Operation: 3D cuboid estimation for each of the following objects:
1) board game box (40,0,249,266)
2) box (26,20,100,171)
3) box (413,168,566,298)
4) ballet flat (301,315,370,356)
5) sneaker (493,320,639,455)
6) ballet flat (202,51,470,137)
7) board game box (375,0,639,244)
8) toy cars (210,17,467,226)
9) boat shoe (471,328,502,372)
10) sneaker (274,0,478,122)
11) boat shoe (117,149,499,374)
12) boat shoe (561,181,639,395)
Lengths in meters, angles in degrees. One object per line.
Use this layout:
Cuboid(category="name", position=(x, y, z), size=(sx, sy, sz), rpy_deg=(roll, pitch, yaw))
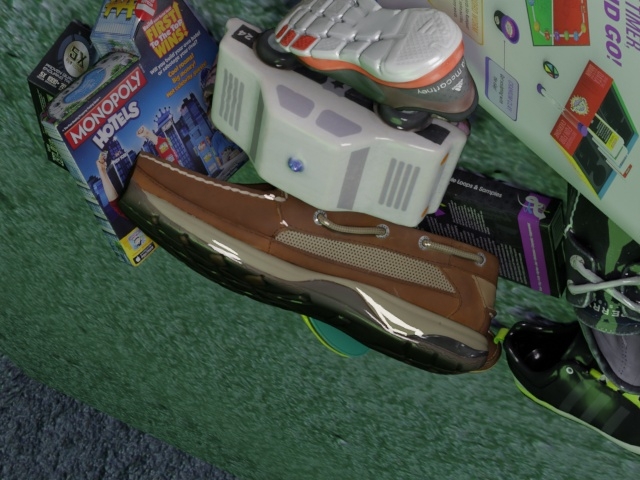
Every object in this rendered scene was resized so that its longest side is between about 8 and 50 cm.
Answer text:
Cuboid(category="board game box", position=(-0.144, -0.115, 0.941), size=(0.060, 0.194, 0.194), rpy_deg=(13, 138, 41))
Cuboid(category="box", position=(-0.196, -0.109, 1.122), size=(0.147, 0.077, 0.180), rpy_deg=(30, 159, 5))
Cuboid(category="box", position=(0.126, -0.016, 0.953), size=(0.162, 0.029, 0.116), rpy_deg=(20, 156, 26))
Cuboid(category="ballet flat", position=(-0.015, 0.033, 1.219), size=(0.231, 0.077, 0.077), rpy_deg=(52, 173, -36))
Cuboid(category="sneaker", position=(0.251, 0.125, 1.017), size=(0.234, 0.084, 0.097), rpy_deg=(9, 149, 45))
Cuboid(category="ballet flat", position=(0.005, -0.093, 0.876), size=(0.221, 0.079, 0.077), rpy_deg=(22, 169, 23))
Cuboid(category="board game box", position=(0.125, -0.118, 0.520), size=(0.316, 0.064, 0.242), rpy_deg=(47, 167, 25))
Cuboid(category="toy cars", position=(-0.061, -0.145, 0.742), size=(0.176, 0.087, 0.394), rpy_deg=(-14, 120, 45))
Cuboid(category="boat shoe", position=(0.101, 0.072, 1.135), size=(0.178, 0.064, 0.060), rpy_deg=(32, 161, 6))
Cuboid(category="sneaker", position=(0.029, -0.098, 0.640), size=(0.065, 0.061, 0.158), rpy_deg=(53, 171, -37))
Cuboid(category="boat shoe", position=(0.000, 0.000, 0.921), size=(0.324, 0.120, 0.122), rpy_deg=(25, 167, -15))
Cuboid(category="boat shoe", position=(0.215, 0.016, 0.794), size=(0.108, 0.102, 0.301), rpy_deg=(21, 157, 27))
